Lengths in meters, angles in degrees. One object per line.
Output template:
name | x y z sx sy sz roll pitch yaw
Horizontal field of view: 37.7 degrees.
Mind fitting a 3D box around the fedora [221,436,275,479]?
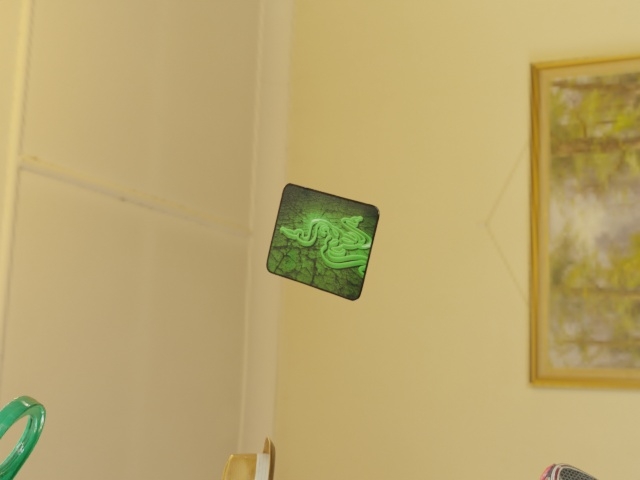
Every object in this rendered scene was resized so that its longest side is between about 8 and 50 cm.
fedora | -0.129 0.425 1.586 0.194 0.079 0.194 -169 90 -83

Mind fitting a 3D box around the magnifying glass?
magnifying glass | -0.339 0.258 0.934 0.231 0.026 0.092 -65 -12 6

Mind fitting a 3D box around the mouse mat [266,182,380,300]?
mouse mat | 0.000 0.000 1.478 0.007 0.190 0.152 4 -79 -57

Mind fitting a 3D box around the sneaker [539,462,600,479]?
sneaker | 0.395 0.356 1.102 0.121 0.299 0.112 -35 -32 -42
